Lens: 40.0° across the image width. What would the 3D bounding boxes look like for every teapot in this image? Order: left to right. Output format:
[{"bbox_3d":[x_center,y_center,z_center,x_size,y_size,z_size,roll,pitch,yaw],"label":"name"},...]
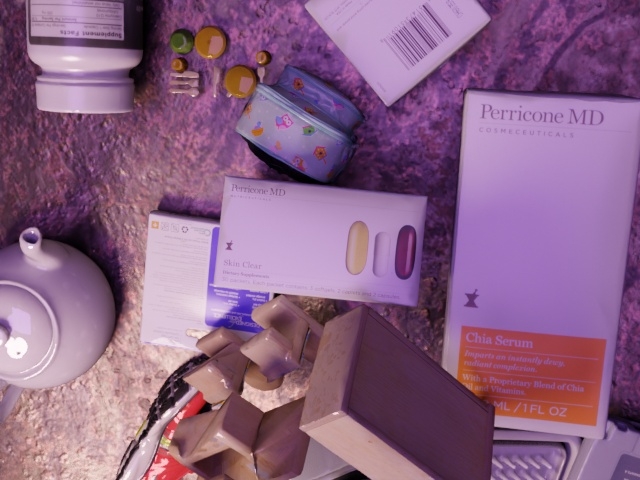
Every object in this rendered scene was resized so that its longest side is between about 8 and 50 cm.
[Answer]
[{"bbox_3d":[-0.450,0.128,1.338,0.252,0.187,0.256,-24,98,13],"label":"teapot"}]

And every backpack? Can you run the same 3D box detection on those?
[{"bbox_3d":[-0.027,-0.155,1.210,0.166,0.188,0.144,34,105,2],"label":"backpack"}]

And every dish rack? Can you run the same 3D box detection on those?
[{"bbox_3d":[0.227,0.412,1.292,0.285,0.072,0.333,9,105,-29],"label":"dish rack"}]

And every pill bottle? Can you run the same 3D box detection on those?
[{"bbox_3d":[-0.332,-0.327,1.240,0.161,0.161,0.283,4,102,8],"label":"pill bottle"}]

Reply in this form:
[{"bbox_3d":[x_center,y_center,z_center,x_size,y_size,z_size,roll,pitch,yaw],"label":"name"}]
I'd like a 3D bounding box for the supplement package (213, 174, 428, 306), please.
[{"bbox_3d":[0.000,0.000,1.199,0.262,0.204,0.145,5,90,-1],"label":"supplement package"}]

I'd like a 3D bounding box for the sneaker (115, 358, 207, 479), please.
[{"bbox_3d":[-0.223,0.308,1.397,0.118,0.107,0.279,28,108,-16],"label":"sneaker"}]

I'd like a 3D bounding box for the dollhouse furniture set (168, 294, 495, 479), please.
[{"bbox_3d":[-0.010,0.277,1.146,0.256,0.362,0.394,40,131,-23],"label":"dollhouse furniture set"}]

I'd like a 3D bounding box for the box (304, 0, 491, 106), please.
[{"bbox_3d":[0.108,-0.308,1.193,0.181,0.119,0.182,-39,92,14],"label":"box"}]

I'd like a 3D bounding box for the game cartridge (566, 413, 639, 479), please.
[{"bbox_3d":[0.503,0.381,1.284,0.294,0.060,0.196,18,99,-3],"label":"game cartridge"}]

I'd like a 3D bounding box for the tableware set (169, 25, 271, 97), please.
[{"bbox_3d":[-0.150,-0.263,1.296,0.154,0.024,0.104,4,99,10],"label":"tableware set"}]

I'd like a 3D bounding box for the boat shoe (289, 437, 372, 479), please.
[{"bbox_3d":[0.078,0.307,1.340,0.302,0.091,0.114,-12,74,9],"label":"boat shoe"}]

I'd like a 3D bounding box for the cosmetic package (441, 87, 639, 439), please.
[{"bbox_3d":[0.293,0.024,1.209,0.230,0.161,0.453,4,101,8],"label":"cosmetic package"}]

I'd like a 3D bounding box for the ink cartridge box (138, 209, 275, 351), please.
[{"bbox_3d":[-0.170,0.069,1.351,0.206,0.045,0.208,8,101,6],"label":"ink cartridge box"}]
